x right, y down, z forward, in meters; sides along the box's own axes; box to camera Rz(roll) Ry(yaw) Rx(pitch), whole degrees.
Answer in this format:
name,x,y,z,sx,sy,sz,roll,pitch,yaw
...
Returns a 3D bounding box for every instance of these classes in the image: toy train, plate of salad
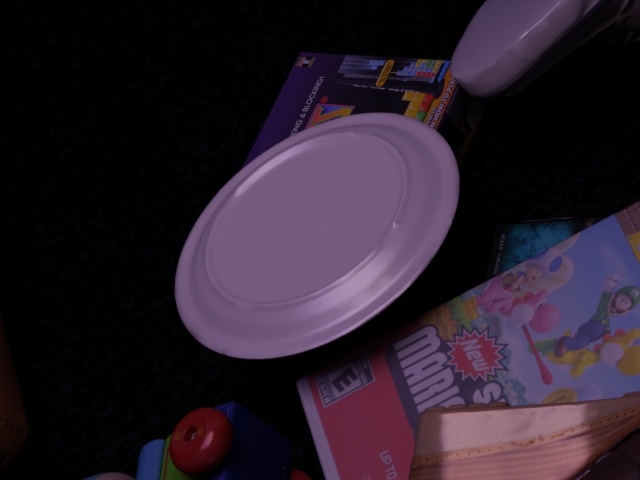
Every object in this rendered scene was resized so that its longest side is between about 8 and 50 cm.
name,x,y,z,sx,sy,sz,roll,pitch,yaw
toy train,-0.092,0.226,1.157,0.143,0.105,0.248,-21,47,31
plate of salad,0.000,0.000,1.242,0.200,0.048,0.199,-20,40,18

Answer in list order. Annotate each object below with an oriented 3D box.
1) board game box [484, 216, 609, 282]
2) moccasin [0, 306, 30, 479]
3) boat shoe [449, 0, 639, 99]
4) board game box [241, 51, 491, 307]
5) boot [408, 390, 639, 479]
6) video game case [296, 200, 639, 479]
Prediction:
name,x,y,z,sx,sy,sz,roll,pitch,yaw
board game box,0.149,0.068,1.177,0.126,0.026,0.186,-5,54,29
moccasin,-0.318,0.020,1.416,0.139,0.147,0.380,-29,46,9
boat shoe,0.199,-0.172,1.292,0.267,0.088,0.096,-46,22,-16
board game box,0.019,-0.045,1.330,0.141,0.048,0.170,7,60,34
boot,0.163,0.181,1.009,0.248,0.090,0.206,-6,80,19
video game case,0.135,0.095,1.128,0.285,0.025,0.204,-28,46,10
